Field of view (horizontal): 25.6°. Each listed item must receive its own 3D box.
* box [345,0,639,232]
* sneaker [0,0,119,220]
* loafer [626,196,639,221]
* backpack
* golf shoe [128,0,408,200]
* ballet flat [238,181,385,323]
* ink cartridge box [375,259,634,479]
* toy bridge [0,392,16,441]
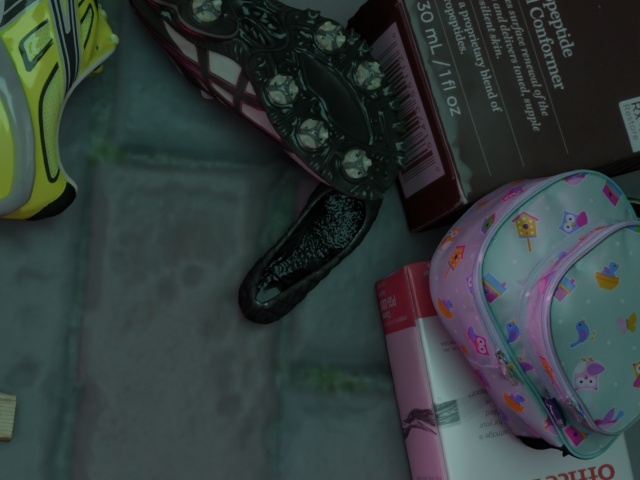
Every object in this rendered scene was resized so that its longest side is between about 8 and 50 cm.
[{"bbox_3d":[0.236,-0.150,1.165,0.381,0.143,0.191,-16,85,-18],"label":"box"},{"bbox_3d":[-0.230,-0.195,1.072,0.147,0.145,0.385,18,80,-32],"label":"sneaker"},{"bbox_3d":[0.314,0.029,1.179,0.251,0.087,0.094,18,77,-11],"label":"loafer"},{"bbox_3d":[0.179,0.045,1.014,0.166,0.144,0.188,-39,96,-17],"label":"backpack"},{"bbox_3d":[-0.042,-0.138,1.106,0.273,0.120,0.105,47,68,-6],"label":"golf shoe"},{"bbox_3d":[0.000,0.000,1.124,0.057,0.049,0.173,41,74,-6],"label":"ballet flat"},{"bbox_3d":[0.146,0.120,1.119,0.158,0.092,0.218,-9,81,-16],"label":"ink cartridge box"},{"bbox_3d":[-0.319,0.107,1.038,0.188,0.026,0.063,9,76,-13],"label":"toy bridge"}]
